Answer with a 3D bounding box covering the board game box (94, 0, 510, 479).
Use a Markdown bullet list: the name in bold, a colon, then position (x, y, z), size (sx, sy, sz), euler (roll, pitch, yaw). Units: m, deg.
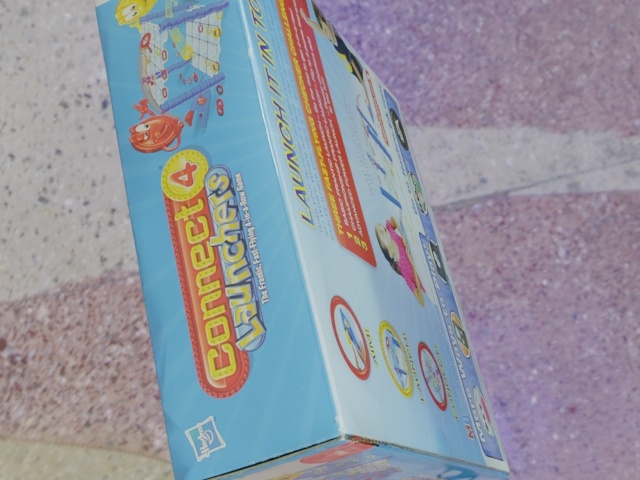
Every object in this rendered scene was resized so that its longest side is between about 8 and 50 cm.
- **board game box**: position (0.000, 0.000, 0.602), size (0.302, 0.086, 0.308), euler (33, 39, -61)
